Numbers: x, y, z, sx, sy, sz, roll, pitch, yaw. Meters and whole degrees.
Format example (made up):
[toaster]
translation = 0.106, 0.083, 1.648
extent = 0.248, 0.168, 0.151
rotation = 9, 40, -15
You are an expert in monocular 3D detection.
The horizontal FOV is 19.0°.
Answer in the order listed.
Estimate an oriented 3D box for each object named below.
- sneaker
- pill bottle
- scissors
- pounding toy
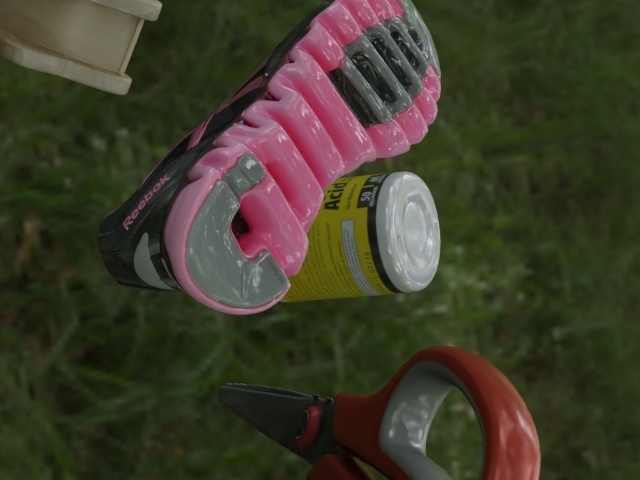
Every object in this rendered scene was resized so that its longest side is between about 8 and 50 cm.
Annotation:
[sneaker]
translation = -0.015, -0.026, 0.498
extent = 0.119, 0.057, 0.047
rotation = -47, 116, -37
[pill bottle]
translation = 0.000, 0.000, 1.028
extent = 0.065, 0.116, 0.065
rotation = 22, 65, -60
[scissors]
translation = 0.010, 0.060, 0.649
extent = 0.297, 0.021, 0.109
rotation = -124, -125, -72
[pounding toy]
translation = -0.238, -0.177, 1.540
extent = 0.154, 0.269, 0.155
rotation = 7, 113, -44
